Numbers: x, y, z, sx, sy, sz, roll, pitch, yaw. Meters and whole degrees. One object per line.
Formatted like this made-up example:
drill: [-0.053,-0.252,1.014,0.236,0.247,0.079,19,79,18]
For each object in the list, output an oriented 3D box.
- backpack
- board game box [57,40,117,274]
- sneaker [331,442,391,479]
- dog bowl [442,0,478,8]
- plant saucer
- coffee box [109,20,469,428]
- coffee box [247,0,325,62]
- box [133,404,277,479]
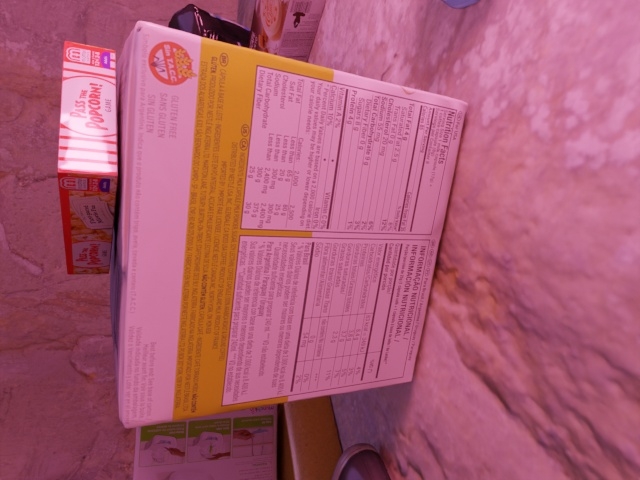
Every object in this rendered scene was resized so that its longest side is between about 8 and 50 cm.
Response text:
backpack: [-0.262,-0.485,1.248,0.273,0.356,0.290,0,109,39]
board game box: [-0.234,-0.070,0.439,0.193,0.045,0.146,-49,47,51]
sneaker: [0.049,0.400,0.568,0.118,0.083,0.221,-139,55,-66]
dog bowl: [0.151,-0.387,0.400,0.166,0.074,0.297,-113,31,-52]
plant saucer: [-0.046,0.457,0.850,0.332,0.081,0.332,-106,27,-45]
coffee box: [-0.079,-0.031,0.553,0.338,0.335,0.338,29,115,59]
coffee box: [-0.092,-0.508,1.040,0.141,0.098,0.246,60,148,22]
box: [-0.221,0.417,0.845,0.127,0.262,0.231,152,118,-70]
